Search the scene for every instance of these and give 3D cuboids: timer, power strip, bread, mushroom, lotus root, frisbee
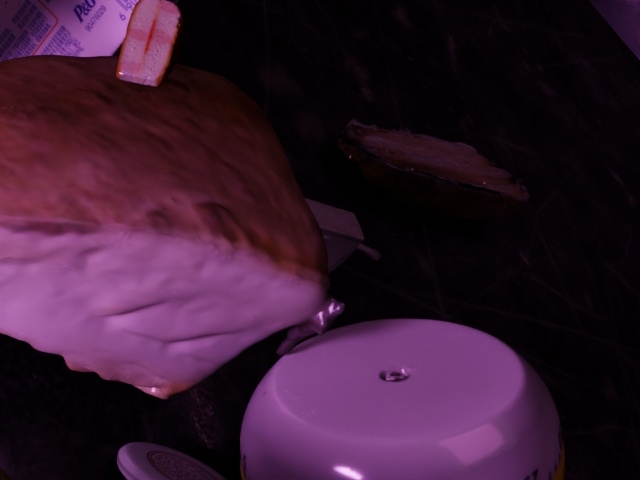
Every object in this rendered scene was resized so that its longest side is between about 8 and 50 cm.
[{"bbox_3d":[0.070,0.227,0.951,0.285,0.285,0.285,31,35,-25],"label":"timer"},{"bbox_3d":[0.000,0.000,1.240,0.175,0.075,0.042,14,42,-41],"label":"power strip"},{"bbox_3d":[-0.134,-0.165,0.928,0.043,0.062,0.109,14,20,-5],"label":"bread"},{"bbox_3d":[-0.218,-0.054,0.896,0.397,0.224,0.314,14,47,-41],"label":"mushroom"},{"bbox_3d":[0.141,-0.079,1.508,0.329,0.078,0.167,8,25,-44],"label":"lotus root"},{"bbox_3d":[-0.109,0.188,0.905,0.110,0.014,0.110,26,5,-3],"label":"frisbee"}]

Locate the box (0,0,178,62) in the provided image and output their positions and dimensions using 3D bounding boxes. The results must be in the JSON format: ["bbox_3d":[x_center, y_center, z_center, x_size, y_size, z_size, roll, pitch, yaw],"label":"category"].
[{"bbox_3d":[-0.221,-0.254,1.076,0.168,0.265,0.097,44,30,-1],"label":"box"}]

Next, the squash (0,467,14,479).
[{"bbox_3d":[-0.224,0.227,0.568,0.310,0.310,0.309,22,25,-35],"label":"squash"}]
